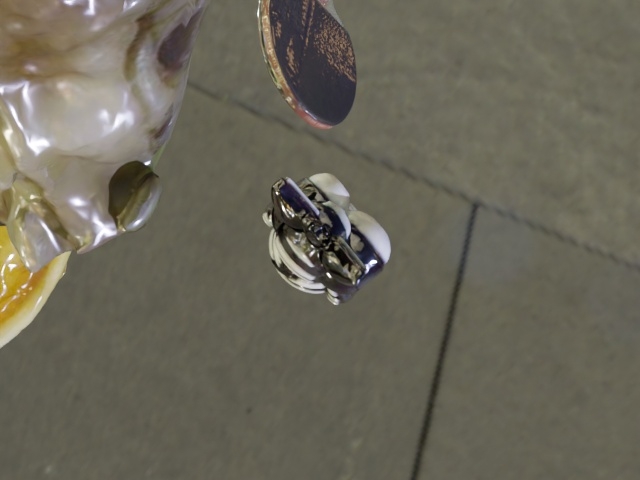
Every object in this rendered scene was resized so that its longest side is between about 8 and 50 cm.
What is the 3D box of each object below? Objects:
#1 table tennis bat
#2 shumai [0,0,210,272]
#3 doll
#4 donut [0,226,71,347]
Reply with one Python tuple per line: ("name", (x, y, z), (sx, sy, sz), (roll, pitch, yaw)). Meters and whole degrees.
("table tennis bat", (-0.006, -0.191, 1.516), (0.130, 0.019, 0.220), (44, 38, -37))
("shumai", (-0.087, -0.144, 0.790), (0.217, 0.283, 0.346), (-7, 23, 12))
("doll", (0.000, 0.000, 1.199), (0.067, 0.219, 0.091), (-39, 89, -5))
("donut", (-0.423, -0.083, 1.724), (0.449, 0.198, 0.449), (-1, 84, 15))
